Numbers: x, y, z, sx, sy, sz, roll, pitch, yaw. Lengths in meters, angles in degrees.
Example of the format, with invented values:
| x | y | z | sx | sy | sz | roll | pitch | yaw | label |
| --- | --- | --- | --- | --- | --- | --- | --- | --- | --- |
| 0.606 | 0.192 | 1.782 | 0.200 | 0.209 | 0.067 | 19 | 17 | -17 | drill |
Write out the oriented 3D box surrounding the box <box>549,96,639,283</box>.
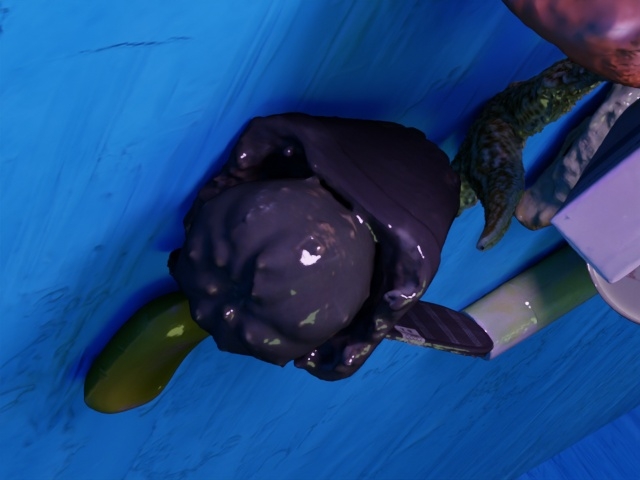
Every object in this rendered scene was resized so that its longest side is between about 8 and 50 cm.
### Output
| x | y | z | sx | sy | sz | roll | pitch | yaw | label |
| --- | --- | --- | --- | --- | --- | --- | --- | --- | --- |
| 0.306 | -0.124 | 0.899 | 0.343 | 0.065 | 0.200 | -42 | -177 | 37 | box |

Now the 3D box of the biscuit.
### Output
| x | y | z | sx | sy | sz | roll | pitch | yaw | label |
| --- | --- | --- | --- | --- | --- | --- | --- | --- | --- |
| 0.339 | -0.137 | 1.381 | 0.329 | 0.078 | 0.335 | -35 | 164 | -17 | biscuit |

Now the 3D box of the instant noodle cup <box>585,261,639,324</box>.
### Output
| x | y | z | sx | sy | sz | roll | pitch | yaw | label |
| --- | --- | --- | --- | --- | --- | --- | --- | --- | --- |
| 0.407 | 0.007 | 1.594 | 0.235 | 0.235 | 0.178 | -44 | 159 | 20 | instant noodle cup |

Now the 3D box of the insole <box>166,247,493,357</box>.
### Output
| x | y | z | sx | sy | sz | roll | pitch | yaw | label |
| --- | --- | --- | --- | --- | --- | --- | --- | --- | --- |
| 0.014 | 0.049 | 1.108 | 0.309 | 0.110 | 0.012 | 15 | 110 | -33 | insole |

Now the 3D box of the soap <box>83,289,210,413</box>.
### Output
| x | y | z | sx | sy | sz | roll | pitch | yaw | label |
| --- | --- | --- | --- | --- | --- | --- | --- | --- | --- |
| -0.131 | 0.085 | 1.122 | 0.089 | 0.045 | 0.140 | -6 | 146 | -51 | soap |

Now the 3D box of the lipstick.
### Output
| x | y | z | sx | sy | sz | roll | pitch | yaw | label |
| --- | --- | --- | --- | --- | --- | --- | --- | --- | --- |
| 0.306 | 0.042 | 1.749 | 0.304 | 0.076 | 0.076 | -30 | 160 | -17 | lipstick |

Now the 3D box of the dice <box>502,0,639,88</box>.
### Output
| x | y | z | sx | sy | sz | roll | pitch | yaw | label |
| --- | --- | --- | --- | --- | --- | --- | --- | --- | --- |
| 0.187 | -0.200 | 0.797 | 0.174 | 0.175 | 0.179 | -9 | 148 | -53 | dice |

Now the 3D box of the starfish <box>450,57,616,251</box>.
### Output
| x | y | z | sx | sy | sz | roll | pitch | yaw | label |
| --- | --- | --- | --- | --- | --- | --- | --- | --- | --- |
| 0.148 | -0.068 | 1.154 | 0.358 | 0.078 | 0.347 | -42 | -175 | 19 | starfish |

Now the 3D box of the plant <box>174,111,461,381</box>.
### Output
| x | y | z | sx | sy | sz | roll | pitch | yaw | label |
| --- | --- | --- | --- | --- | --- | --- | --- | --- | --- |
| 0.000 | 0.000 | 0.984 | 0.142 | 0.164 | 0.256 | -49 | 169 | 33 | plant |
